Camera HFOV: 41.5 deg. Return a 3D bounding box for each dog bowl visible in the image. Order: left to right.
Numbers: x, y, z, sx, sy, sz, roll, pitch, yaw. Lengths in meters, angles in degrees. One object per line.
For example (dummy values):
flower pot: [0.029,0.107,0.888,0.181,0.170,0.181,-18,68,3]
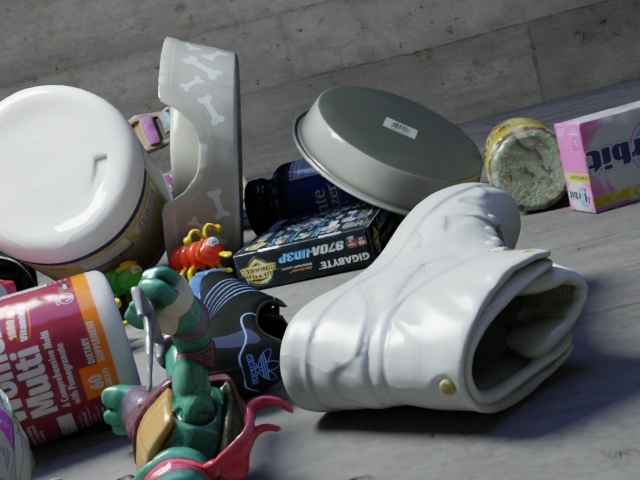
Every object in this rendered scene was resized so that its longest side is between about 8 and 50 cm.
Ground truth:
dog bowl: [-0.165,-0.116,1.225,0.102,0.349,0.349,-1,9,-3]

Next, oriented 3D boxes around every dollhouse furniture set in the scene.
dollhouse furniture set: [-0.291,-0.135,1.620,0.198,0.287,0.303,-22,1,-39]

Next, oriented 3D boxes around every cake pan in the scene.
cake pan: [0.105,-0.136,1.206,0.293,0.054,0.293,16,32,-10]

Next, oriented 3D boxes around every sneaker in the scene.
sneaker: [-0.067,0.076,0.723,0.090,0.082,0.232,-10,16,1]
sneaker: [0.123,0.035,0.609,0.169,0.108,0.292,-4,24,40]

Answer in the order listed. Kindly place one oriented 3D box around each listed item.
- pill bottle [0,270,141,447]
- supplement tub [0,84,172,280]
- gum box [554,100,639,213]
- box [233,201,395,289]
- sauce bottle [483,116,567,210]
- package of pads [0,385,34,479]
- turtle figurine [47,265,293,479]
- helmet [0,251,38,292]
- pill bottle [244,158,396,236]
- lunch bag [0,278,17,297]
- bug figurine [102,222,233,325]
pill bottle: [-0.260,0.110,0.659,0.221,0.121,0.121,-18,10,-17]
supplement tub: [-0.329,-0.054,1.169,0.228,0.228,0.316,-15,-13,-3]
gum box: [0.386,-0.110,1.007,0.188,0.107,0.062,-16,10,-9]
box: [0.000,0.000,1.116,0.175,0.051,0.220,-12,10,13]
sauce bottle: [0.289,-0.120,1.212,0.111,0.112,0.344,-13,8,11]
package of pads: [-0.205,0.147,0.245,0.229,0.101,0.296,-17,27,-6]
turtle figurine: [-0.098,0.106,0.491,0.175,0.118,0.234,-55,13,3]
helmet: [-0.496,0.060,1.236,0.169,0.170,0.161,-19,28,-27]
pill bottle: [0.000,-0.070,1.304,0.219,0.123,0.123,-12,10,17]
lunch bag: [-0.479,0.131,0.872,0.258,0.120,0.293,-9,11,31]
bug figurine: [-0.243,0.060,1.016,0.216,0.072,0.279,-17,7,34]
